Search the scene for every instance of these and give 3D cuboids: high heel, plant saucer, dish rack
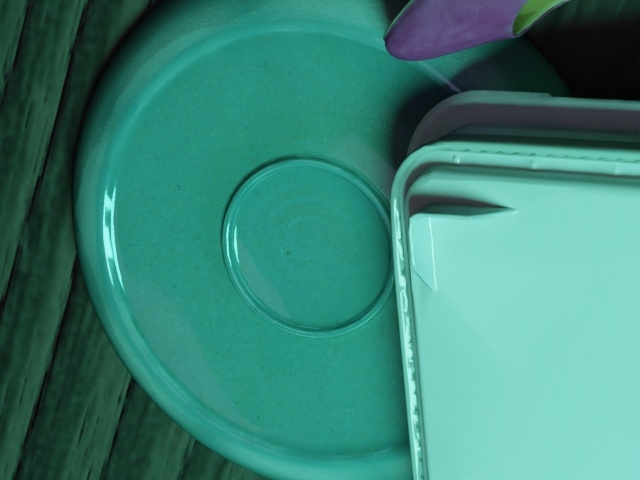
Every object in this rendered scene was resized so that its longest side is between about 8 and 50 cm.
[{"bbox_3d":[0.155,-0.117,0.955,0.244,0.082,0.117,-27,85,9],"label":"high heel"},{"bbox_3d":[0.000,0.000,1.074,0.318,0.044,0.317,6,108,18],"label":"plant saucer"},{"bbox_3d":[0.166,0.079,0.921,0.333,0.072,0.285,6,108,37],"label":"dish rack"}]
